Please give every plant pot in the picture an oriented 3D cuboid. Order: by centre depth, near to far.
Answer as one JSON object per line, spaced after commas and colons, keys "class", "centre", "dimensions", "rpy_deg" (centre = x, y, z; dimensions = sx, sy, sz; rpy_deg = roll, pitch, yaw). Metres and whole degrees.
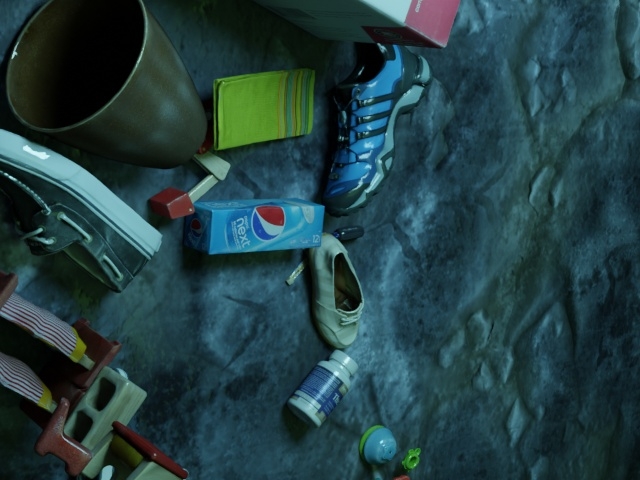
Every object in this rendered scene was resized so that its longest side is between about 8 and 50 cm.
{"class": "plant pot", "centre": [-0.252, -0.190, 1.694], "dimensions": [0.230, 0.215, 0.215], "rpy_deg": [38, 76, -54]}

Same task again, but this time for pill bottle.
{"class": "pill bottle", "centre": [0.007, 0.237, 2.093], "dimensions": [0.120, 0.067, 0.067], "rpy_deg": [-50, 128, -18]}

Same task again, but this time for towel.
{"class": "towel", "centre": [-0.078, -0.193, 1.888], "dimensions": [0.237, 0.021, 0.102], "rpy_deg": [-18, 111, -56]}

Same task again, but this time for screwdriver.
{"class": "screwdriver", "centre": [0.000, 0.000, 2.057], "dimensions": [0.170, 0.024, 0.025], "rpy_deg": [-16, 83, -35]}

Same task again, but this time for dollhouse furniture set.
{"class": "dollhouse furniture set", "centre": [-0.317, 0.174, 1.606], "dimensions": [0.201, 0.374, 0.152], "rpy_deg": [40, 80, -41]}

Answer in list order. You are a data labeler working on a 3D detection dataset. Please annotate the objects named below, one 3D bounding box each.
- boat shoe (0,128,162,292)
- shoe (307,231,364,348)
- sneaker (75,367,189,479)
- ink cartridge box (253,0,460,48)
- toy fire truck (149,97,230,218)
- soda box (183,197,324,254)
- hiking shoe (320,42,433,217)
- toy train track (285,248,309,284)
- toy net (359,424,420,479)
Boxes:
{"class": "boat shoe", "centre": [-0.340, -0.031, 1.695], "dimensions": [0.335, 0.121, 0.119], "rpy_deg": [38, 72, -42]}
{"class": "shoe", "centre": [0.028, 0.090, 2.068], "dimensions": [0.076, 0.058, 0.219], "rpy_deg": [-33, 129, -28]}
{"class": "sneaker", "centre": [-0.264, 0.293, 1.870], "dimensions": [0.163, 0.086, 0.226], "rpy_deg": [5, 96, -42]}
{"class": "ink cartridge box", "centre": [-0.024, -0.408, 1.755], "dimensions": [0.384, 0.279, 0.160], "rpy_deg": [21, 87, -41]}
{"class": "toy fire truck", "centre": [-0.167, -0.126, 1.865], "dimensions": [0.192, 0.047, 0.135], "rpy_deg": [-30, 121, -33]}
{"class": "soda box", "centre": [-0.097, -0.023, 1.935], "dimensions": [0.210, 0.071, 0.067], "rpy_deg": [-4, 105, -39]}
{"class": "hiking shoe", "centre": [0.056, -0.183, 2.011], "dimensions": [0.132, 0.113, 0.304], "rpy_deg": [35, 69, -32]}
{"class": "toy train track", "centre": [-0.023, 0.038, 2.051], "dimensions": [0.083, 0.014, 0.048], "rpy_deg": [-48, 127, -20]}
{"class": "toy net", "centre": [0.080, 0.438, 2.227], "dimensions": [0.122, 0.045, 0.232], "rpy_deg": [39, 78, -41]}
